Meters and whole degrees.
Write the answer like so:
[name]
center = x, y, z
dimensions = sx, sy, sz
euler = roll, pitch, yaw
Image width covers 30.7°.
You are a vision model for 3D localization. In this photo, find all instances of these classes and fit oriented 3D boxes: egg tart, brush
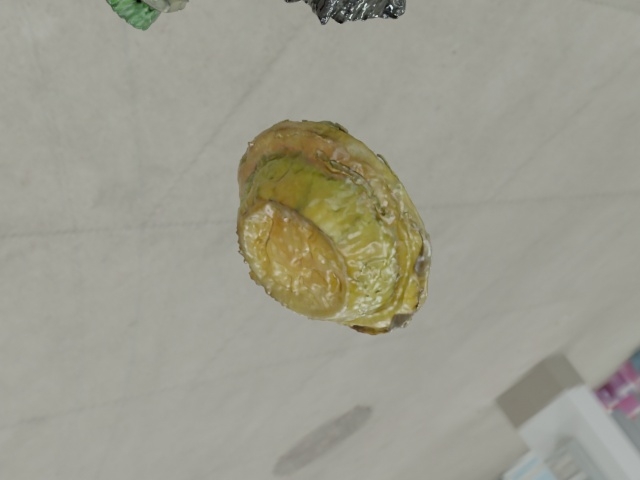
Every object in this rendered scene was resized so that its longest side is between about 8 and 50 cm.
[egg tart]
center = 0.000, 0.000, 1.343
dimensions = 0.118, 0.288, 0.288
euler = -45, 169, -39
[brush]
center = -0.164, -0.238, 1.137
dimensions = 0.048, 0.054, 0.282
euler = -40, -168, 7

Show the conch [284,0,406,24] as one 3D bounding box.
[conch]
center = 0.039, -0.381, 1.365
dimensions = 0.313, 0.240, 0.186
euler = -61, 138, -31
